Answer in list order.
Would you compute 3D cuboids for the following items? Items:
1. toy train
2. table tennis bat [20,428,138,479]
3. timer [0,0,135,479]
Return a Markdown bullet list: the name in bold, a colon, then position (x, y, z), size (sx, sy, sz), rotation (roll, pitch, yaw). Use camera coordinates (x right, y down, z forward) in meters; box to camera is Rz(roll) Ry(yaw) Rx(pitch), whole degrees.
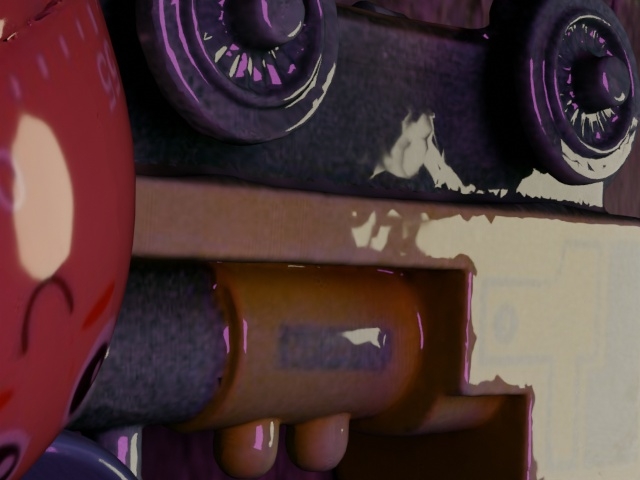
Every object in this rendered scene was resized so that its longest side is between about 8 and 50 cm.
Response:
- **toy train**: position (0.000, 0.000, 0.627), size (0.369, 0.150, 0.237), rotation (3, 87, -46)
- **table tennis bat**: position (-0.097, 0.137, 0.542), size (0.124, 0.033, 0.201), rotation (-36, 132, -3)
- **timer**: position (-0.159, -0.019, 0.381), size (0.229, 0.229, 0.215), rotation (-48, 130, -41)
